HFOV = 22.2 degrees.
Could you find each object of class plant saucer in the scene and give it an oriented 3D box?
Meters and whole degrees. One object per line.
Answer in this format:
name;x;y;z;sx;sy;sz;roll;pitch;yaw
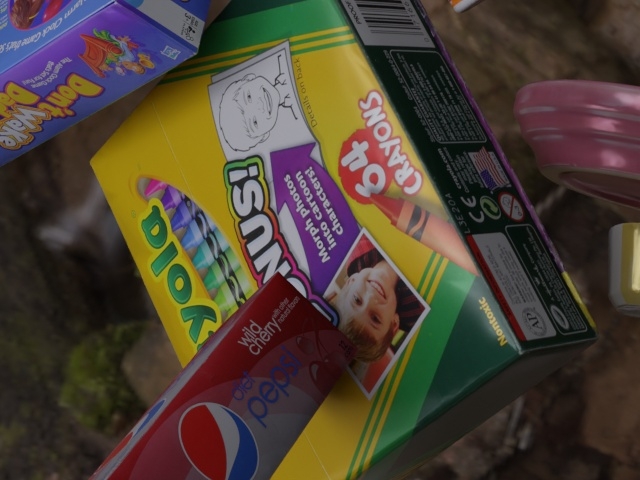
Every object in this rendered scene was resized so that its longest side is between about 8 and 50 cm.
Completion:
plant saucer;0.357;-0.081;1.684;0.332;0.332;0.084;10;85;39

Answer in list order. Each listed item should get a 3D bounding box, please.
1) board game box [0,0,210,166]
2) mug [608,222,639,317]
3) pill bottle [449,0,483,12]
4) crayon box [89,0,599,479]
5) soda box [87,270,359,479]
board game box;-0.211;-0.204;1.347;0.347;0.078;0.233;-22;47;45
mug;0.252;0.023;1.273;0.062;0.078;0.064;9;73;13
pill bottle;0.165;-0.363;2.000;0.086;0.086;0.152;-31;91;26
crayon box;0.000;0.000;1.257;0.313;0.106;0.363;-42;65;38
soda box;-0.074;0.131;1.059;0.083;0.263;0.092;44;126;-4
